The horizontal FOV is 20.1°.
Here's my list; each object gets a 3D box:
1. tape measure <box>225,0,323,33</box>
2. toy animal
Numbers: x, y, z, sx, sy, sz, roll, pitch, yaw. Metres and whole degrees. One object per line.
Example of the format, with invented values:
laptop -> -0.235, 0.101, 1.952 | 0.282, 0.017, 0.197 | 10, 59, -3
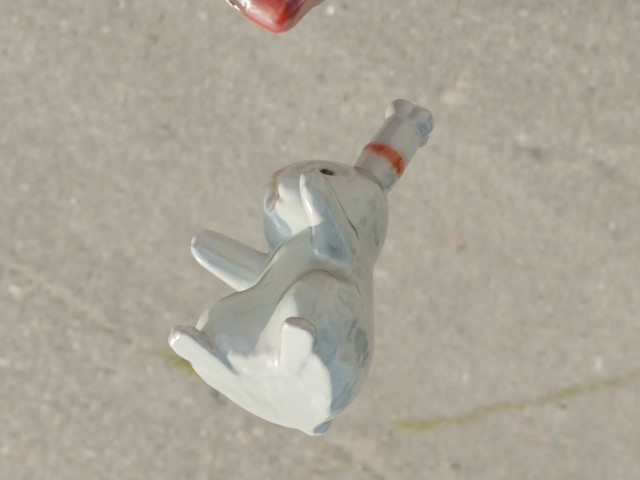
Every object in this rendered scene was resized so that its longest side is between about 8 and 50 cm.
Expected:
tape measure -> 0.008, -0.295, 1.386 | 0.114, 0.253, 0.260 | 33, 123, 4
toy animal -> -0.010, -0.001, 1.347 | 0.141, 0.282, 0.138 | -19, 138, 39
